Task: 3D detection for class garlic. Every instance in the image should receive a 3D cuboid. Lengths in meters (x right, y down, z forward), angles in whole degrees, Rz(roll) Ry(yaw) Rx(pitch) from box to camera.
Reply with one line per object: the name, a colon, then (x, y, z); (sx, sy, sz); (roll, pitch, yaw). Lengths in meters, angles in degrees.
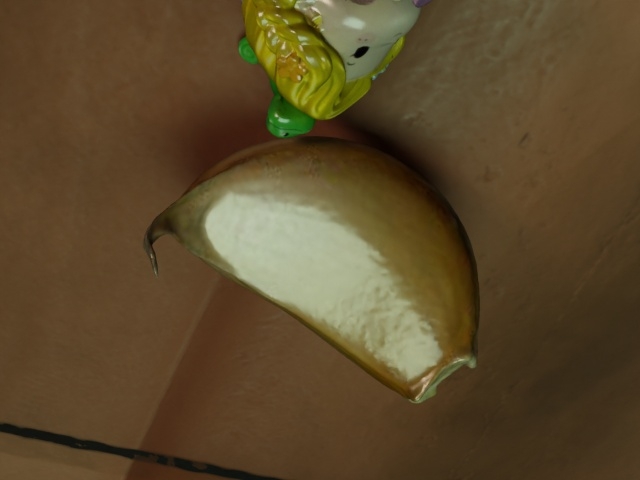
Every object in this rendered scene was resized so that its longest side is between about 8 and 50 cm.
garlic: (-0.005, 0.005, 0.651); (0.207, 0.128, 0.115); (26, 166, -20)

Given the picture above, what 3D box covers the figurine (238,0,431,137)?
figurine: (-0.001, -0.129, 0.557); (0.095, 0.115, 0.156); (-21, 163, -34)
